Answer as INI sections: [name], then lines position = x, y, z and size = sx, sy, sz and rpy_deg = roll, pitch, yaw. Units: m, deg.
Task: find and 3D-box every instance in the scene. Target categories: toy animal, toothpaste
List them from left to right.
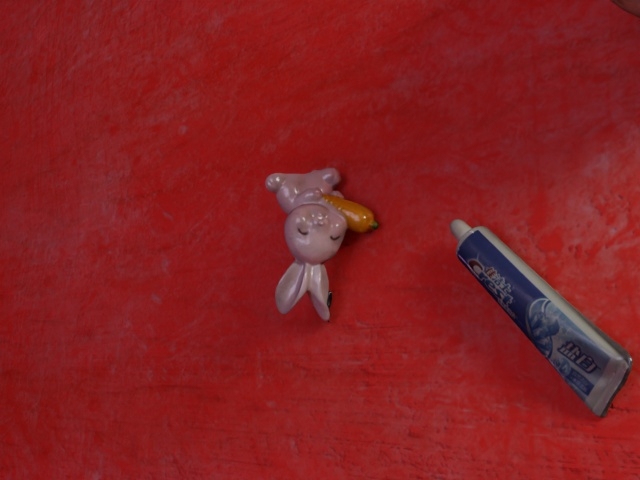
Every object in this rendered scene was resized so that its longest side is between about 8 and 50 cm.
[toy animal]
position = 0.000, 0.000, 1.211
size = 0.127, 0.131, 0.181
rpy_deg = 103, 162, -55
[toothpaste]
position = 0.216, 0.063, 0.966
size = 0.069, 0.047, 0.268
rpy_deg = -49, 50, 12

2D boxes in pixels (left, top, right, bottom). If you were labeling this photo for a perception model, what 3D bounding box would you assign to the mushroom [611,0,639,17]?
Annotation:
[mushroom]
position = 0.314, -0.334, 0.761
size = 0.297, 0.290, 0.297
rpy_deg = -13, 72, 46
